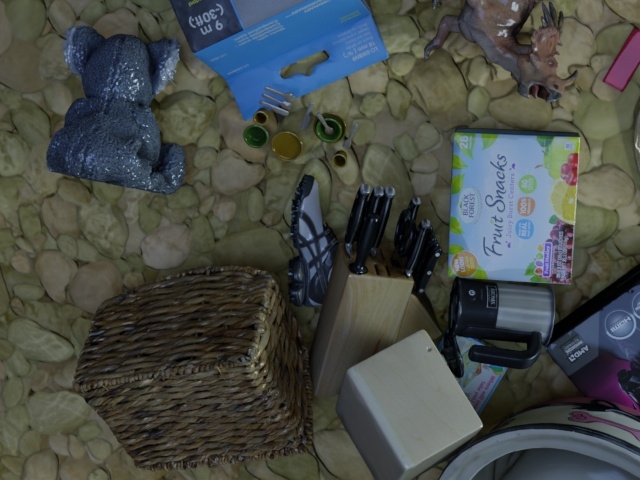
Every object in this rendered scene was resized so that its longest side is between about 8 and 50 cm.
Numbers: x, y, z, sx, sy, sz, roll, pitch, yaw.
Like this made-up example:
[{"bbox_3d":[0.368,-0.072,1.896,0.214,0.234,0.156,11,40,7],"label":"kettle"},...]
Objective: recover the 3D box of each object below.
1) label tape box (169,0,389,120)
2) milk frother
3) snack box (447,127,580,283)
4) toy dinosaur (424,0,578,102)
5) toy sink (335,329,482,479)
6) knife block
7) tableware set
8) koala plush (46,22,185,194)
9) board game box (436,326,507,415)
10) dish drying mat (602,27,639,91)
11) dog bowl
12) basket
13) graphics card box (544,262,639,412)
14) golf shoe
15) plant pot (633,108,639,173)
[{"bbox_3d":[-0.081,-0.357,1.640,0.240,0.106,0.334,-22,97,14],"label":"label tape box"},{"bbox_3d":[0.244,0.127,1.665,0.134,0.143,0.129,7,73,-2],"label":"milk frother"},{"bbox_3d":[0.267,-0.049,1.659,0.174,0.070,0.207,4,101,9],"label":"snack box"},{"bbox_3d":[0.248,-0.329,1.585,0.200,0.127,0.296,5,90,2],"label":"toy dinosaur"},{"bbox_3d":[0.119,0.241,1.638,0.131,0.234,0.153,-27,72,-13],"label":"toy sink"},{"bbox_3d":[0.051,0.062,1.660,0.275,0.088,0.242,-31,120,11],"label":"knife block"},{"bbox_3d":[-0.030,-0.149,1.703,0.154,0.024,0.104,22,122,-3],"label":"tableware set"},{"bbox_3d":[-0.286,-0.190,1.680,0.196,0.203,0.221,12,92,7],"label":"koala plush"},{"bbox_3d":[0.199,0.211,1.748,0.103,0.026,0.154,29,105,3],"label":"board game box"},{"bbox_3d":[0.420,-0.246,1.623,0.032,0.008,0.083,29,106,4],"label":"dish drying mat"},{"bbox_3d":[0.364,0.396,1.641,0.408,0.150,0.408,12,118,23],"label":"dog bowl"},{"bbox_3d":[-0.168,0.183,1.735,0.299,0.213,0.223,-12,131,20],"label":"basket"},{"bbox_3d":[0.515,0.211,1.653,0.233,0.094,0.371,-38,92,20],"label":"graphics card box"},{"bbox_3d":[0.000,0.000,1.722,0.093,0.077,0.198,2,110,0],"label":"golf shoe"},{"bbox_3d":[0.521,-0.117,1.562,0.236,0.032,0.236,26,127,40],"label":"plant pot"}]
